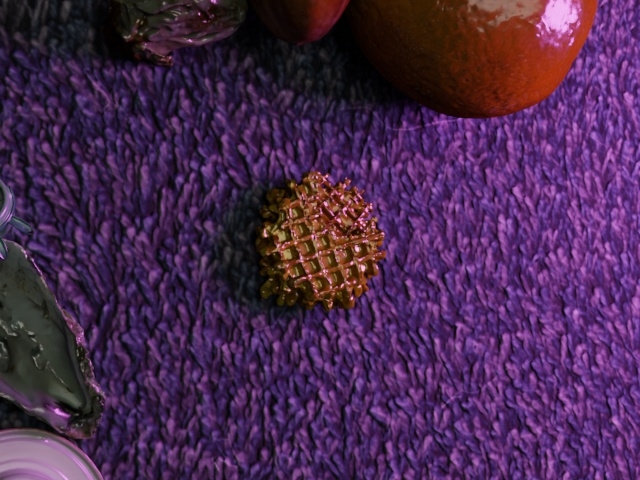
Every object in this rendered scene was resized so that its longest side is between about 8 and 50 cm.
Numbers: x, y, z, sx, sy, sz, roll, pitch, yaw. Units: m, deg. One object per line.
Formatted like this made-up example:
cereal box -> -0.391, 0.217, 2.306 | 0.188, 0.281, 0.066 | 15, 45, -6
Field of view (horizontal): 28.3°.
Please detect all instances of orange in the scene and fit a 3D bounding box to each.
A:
orange -> 0.206, -0.343, 1.796 | 0.357, 0.322, 0.322 | 27, 72, -12

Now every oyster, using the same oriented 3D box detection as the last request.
oyster -> -0.358, 0.119, 1.568 | 0.252, 0.087, 0.199 | 24, 83, -15

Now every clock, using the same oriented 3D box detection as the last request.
clock -> -0.417, -0.032, 1.542 | 0.135, 0.041, 0.101 | 32, 63, 24
clock -> -0.371, 0.351, 1.551 | 0.244, 0.056, 0.244 | 4, 82, -26

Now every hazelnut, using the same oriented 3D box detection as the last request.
hazelnut -> -0.031, -0.368, 1.656 | 0.186, 0.210, 0.210 | 41, 68, -19

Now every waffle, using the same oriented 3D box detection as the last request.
waffle -> 0.000, 0.000, 1.776 | 0.193, 0.070, 0.197 | 12, 79, -25

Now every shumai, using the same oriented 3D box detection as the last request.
shumai -> -0.194, -0.285, 1.671 | 0.184, 0.184, 0.142 | 5, 116, -27
